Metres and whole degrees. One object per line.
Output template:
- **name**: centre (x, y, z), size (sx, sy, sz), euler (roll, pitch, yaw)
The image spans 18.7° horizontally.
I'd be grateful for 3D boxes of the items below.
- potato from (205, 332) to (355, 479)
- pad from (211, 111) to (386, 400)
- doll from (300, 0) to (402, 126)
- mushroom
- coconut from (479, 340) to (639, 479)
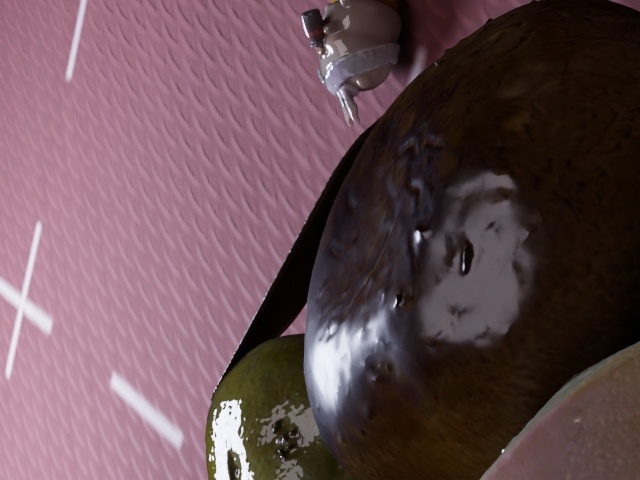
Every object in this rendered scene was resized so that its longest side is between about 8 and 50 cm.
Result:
- **potato**: centre (-0.011, 0.158, 1.424), size (0.174, 0.159, 0.251), euler (-66, 7, -8)
- **pad**: centre (0.000, 0.000, 1.469), size (0.002, 0.176, 0.266), euler (34, 124, 8)
- **doll**: centre (0.020, -0.154, 1.510), size (0.073, 0.084, 0.127), euler (-10, 68, 60)
- **mushroom**: centre (0.109, 0.007, 1.185), size (0.345, 0.239, 0.345), euler (-28, 47, 35)
- **coconut**: centre (0.199, 0.188, 0.938), size (0.297, 0.297, 0.309), euler (-61, 38, 34)
